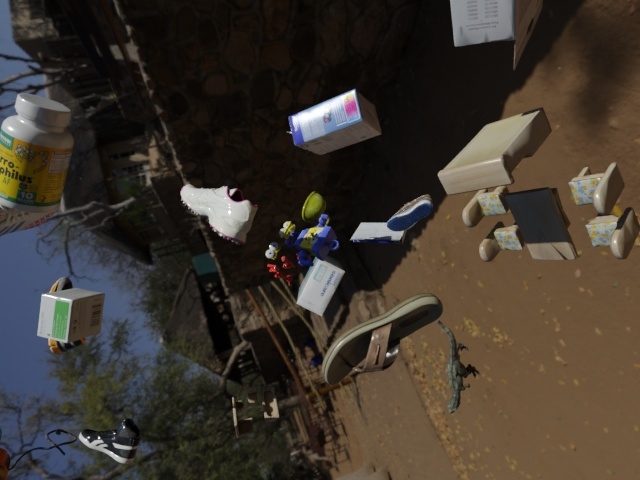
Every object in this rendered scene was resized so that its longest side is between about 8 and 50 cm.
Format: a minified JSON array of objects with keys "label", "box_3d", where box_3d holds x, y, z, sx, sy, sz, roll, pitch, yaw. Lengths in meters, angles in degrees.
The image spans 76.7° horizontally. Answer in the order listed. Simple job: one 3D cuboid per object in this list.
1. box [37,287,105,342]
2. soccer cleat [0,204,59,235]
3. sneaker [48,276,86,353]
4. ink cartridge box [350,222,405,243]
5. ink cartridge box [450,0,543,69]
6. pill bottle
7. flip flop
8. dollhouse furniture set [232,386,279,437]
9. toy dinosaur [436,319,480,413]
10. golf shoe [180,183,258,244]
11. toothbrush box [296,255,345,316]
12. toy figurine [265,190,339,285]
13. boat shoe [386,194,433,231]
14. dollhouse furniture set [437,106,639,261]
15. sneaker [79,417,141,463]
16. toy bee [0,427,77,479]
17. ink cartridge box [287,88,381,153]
[{"label":"box","box_3d":[-0.578,0.171,0.942,0.102,0.087,0.101,-4,-78,-77]},{"label":"soccer cleat","box_3d":[-1.004,-0.081,1.311,0.143,0.331,0.116,-15,107,45]},{"label":"sneaker","box_3d":[-0.718,0.210,1.158,0.084,0.083,0.214,110,151,-75]},{"label":"ink cartridge box","box_3d":[0.265,-0.025,1.815,0.224,0.223,0.045,-48,-44,-61]},{"label":"ink cartridge box","box_3d":[0.390,-0.562,0.869,0.130,0.309,0.272,12,144,33]},{"label":"pill bottle","box_3d":[-0.560,-0.171,0.795,0.208,0.118,0.117,-64,30,18]},{"label":"flip flop","box_3d":[0.124,0.203,0.787,0.112,0.277,0.080,58,-177,-48]},{"label":"dollhouse furniture set","box_3d":[-0.225,0.573,1.400,0.123,0.151,0.144,96,162,-47]},{"label":"toy dinosaur","box_3d":[0.392,0.352,1.154,0.064,0.118,0.268,-11,85,48]},{"label":"golf shoe","box_3d":[-0.300,-0.110,1.210,0.306,0.140,0.115,35,-175,30]},{"label":"toothbrush box","box_3d":[-0.001,0.182,1.795,0.216,0.126,0.295,-63,4,5]},{"label":"toy figurine","box_3d":[0.000,0.000,1.437,0.217,0.362,0.191,7,145,41]},{"label":"boat shoe","box_3d":[0.298,-0.090,1.340,0.066,0.066,0.183,41,134,-21]},{"label":"dollhouse furniture set","box_3d":[0.517,-0.088,1.037,0.362,0.256,0.394,-5,123,56]},{"label":"sneaker","box_3d":[-0.713,0.663,1.395,0.079,0.217,0.121,65,-135,-73]},{"label":"toy bee","box_3d":[-0.688,0.454,0.793,0.195,0.298,0.162,151,138,-78]},{"label":"ink cartridge box","box_3d":[0.043,-0.516,1.849,0.270,0.395,0.151,-2,-102,-64]}]
